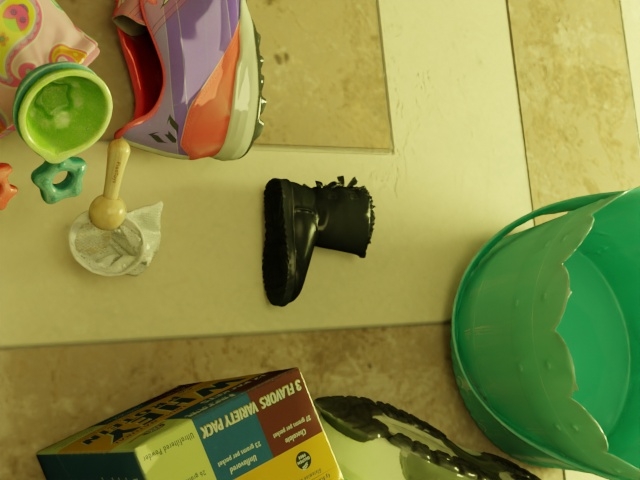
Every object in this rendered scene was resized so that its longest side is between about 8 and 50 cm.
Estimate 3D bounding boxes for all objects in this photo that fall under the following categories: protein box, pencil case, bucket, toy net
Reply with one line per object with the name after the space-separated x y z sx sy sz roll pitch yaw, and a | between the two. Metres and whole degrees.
-0.081 0.215 0.856 0.136 0.201 0.200 -23 93 -33 | protein box
-0.294 -0.204 0.860 0.284 0.124 0.124 48 61 -13 | pencil case
0.268 0.092 1.105 0.281 0.183 0.281 7 76 -30 | bucket
-0.182 -0.029 0.870 0.122 0.045 0.232 -38 138 -11 | toy net

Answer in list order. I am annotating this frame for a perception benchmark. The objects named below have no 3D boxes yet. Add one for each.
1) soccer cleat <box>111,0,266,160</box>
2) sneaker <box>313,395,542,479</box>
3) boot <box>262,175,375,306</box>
-0.119 -0.225 0.981 0.116 0.108 0.318 -1 83 -27 | soccer cleat
0.125 0.284 1.035 0.410 0.158 0.182 30 95 -24 | sneaker
0.000 0.000 1.043 0.099 0.045 0.121 6 77 -34 | boot
